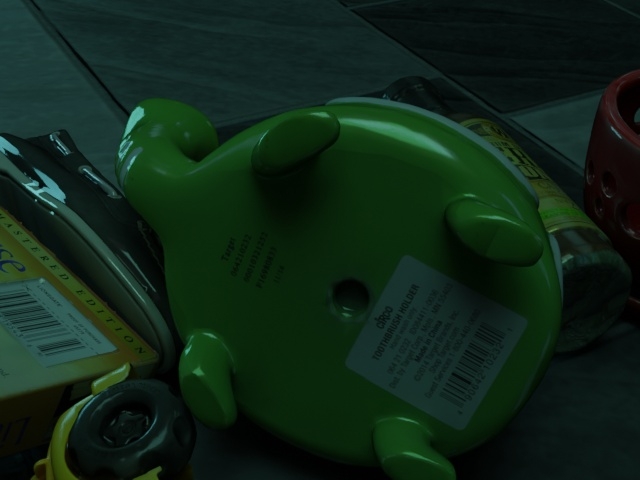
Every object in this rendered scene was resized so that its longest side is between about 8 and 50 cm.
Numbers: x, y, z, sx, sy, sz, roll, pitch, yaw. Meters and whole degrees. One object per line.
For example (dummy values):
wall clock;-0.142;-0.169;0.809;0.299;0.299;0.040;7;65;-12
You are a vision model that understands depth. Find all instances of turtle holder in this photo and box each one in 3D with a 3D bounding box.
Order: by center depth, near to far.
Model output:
turtle holder;0.007;0.018;0.671;0.321;0.243;0.227;0;14;14

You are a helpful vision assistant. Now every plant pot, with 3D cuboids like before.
plant pot;0.314;-0.031;0.803;0.191;0.174;0.191;3;35;-2

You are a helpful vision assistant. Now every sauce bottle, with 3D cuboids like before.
sauce bottle;0.143;-0.045;0.860;0.112;0.111;0.344;-10;39;-18

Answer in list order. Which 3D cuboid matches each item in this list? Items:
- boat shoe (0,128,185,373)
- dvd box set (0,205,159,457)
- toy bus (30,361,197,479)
boat shoe;-0.183;-0.015;0.785;0.096;0.112;0.335;-27;43;-29
dvd box set;-0.345;0.037;0.563;0.308;0.062;0.420;37;23;25
toy bus;-0.131;0.201;0.488;0.212;0.149;0.220;-25;40;-11
